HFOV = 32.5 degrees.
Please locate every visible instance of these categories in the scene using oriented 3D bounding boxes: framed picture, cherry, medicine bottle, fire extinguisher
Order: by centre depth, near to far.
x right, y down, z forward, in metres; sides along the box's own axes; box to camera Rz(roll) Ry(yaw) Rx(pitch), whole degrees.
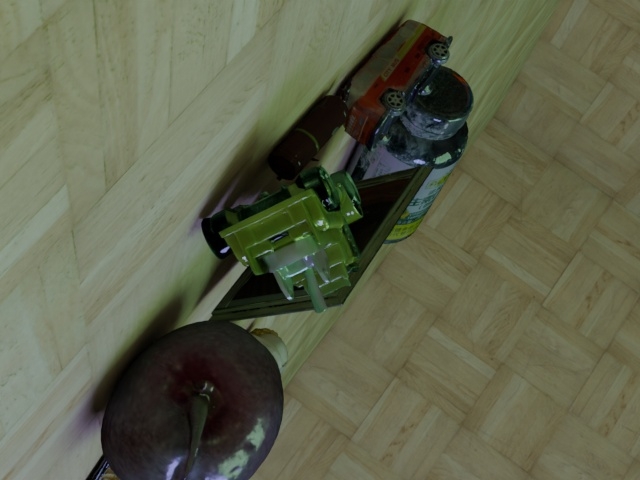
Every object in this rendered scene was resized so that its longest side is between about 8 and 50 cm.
[{"bbox_3d":[-0.004,-0.119,1.193,0.132,0.039,0.056,-50,162,-30],"label":"fire extinguisher"},{"bbox_3d":[-0.141,0.194,1.218,0.213,0.183,0.266,-42,-176,-24],"label":"cherry"},{"bbox_3d":[0.000,0.000,1.347,0.216,0.016,0.273,-12,-150,39],"label":"framed picture"},{"bbox_3d":[0.125,-0.126,1.596,0.141,0.141,0.293,-49,170,-35],"label":"medicine bottle"}]

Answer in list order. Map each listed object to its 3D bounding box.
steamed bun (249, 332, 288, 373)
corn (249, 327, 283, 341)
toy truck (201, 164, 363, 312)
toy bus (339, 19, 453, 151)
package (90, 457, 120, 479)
[{"bbox_3d":[-0.133,0.207,1.630,0.183,0.106,0.183,-49,171,-10],"label":"steamed bun"},{"bbox_3d":[-0.145,0.244,1.823,0.238,0.080,0.080,-51,172,-15],"label":"corn"},{"bbox_3d":[-0.018,0.004,1.164,0.128,0.135,0.259,-25,-178,10],"label":"toy truck"},{"bbox_3d":[0.084,-0.186,1.298,0.174,0.077,0.079,-49,171,-31],"label":"toy bus"},{"bbox_3d":[-0.283,0.322,1.496,0.173,0.027,0.171,-59,172,9],"label":"package"}]
